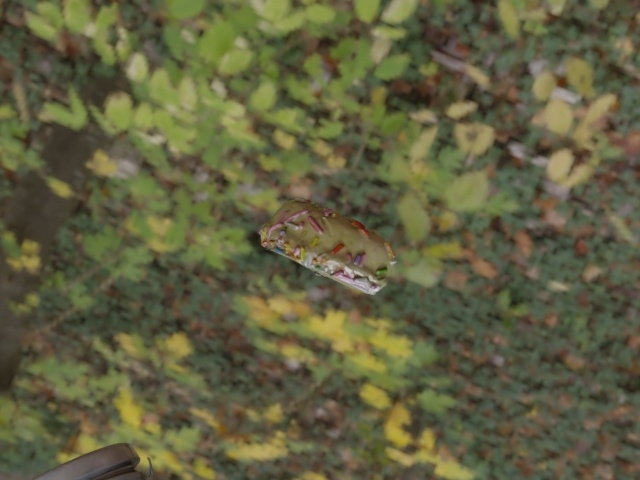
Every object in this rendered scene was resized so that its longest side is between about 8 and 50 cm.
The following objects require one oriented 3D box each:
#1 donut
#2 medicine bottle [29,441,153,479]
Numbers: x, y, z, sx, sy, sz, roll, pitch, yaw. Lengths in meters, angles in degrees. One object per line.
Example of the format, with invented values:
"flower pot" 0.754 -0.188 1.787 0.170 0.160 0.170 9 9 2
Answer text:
"donut" -0.002 -0.001 1.307 0.108 0.065 0.166 27 179 -23
"medicine bottle" -0.115 0.241 0.812 0.215 0.135 0.135 62 -176 12
